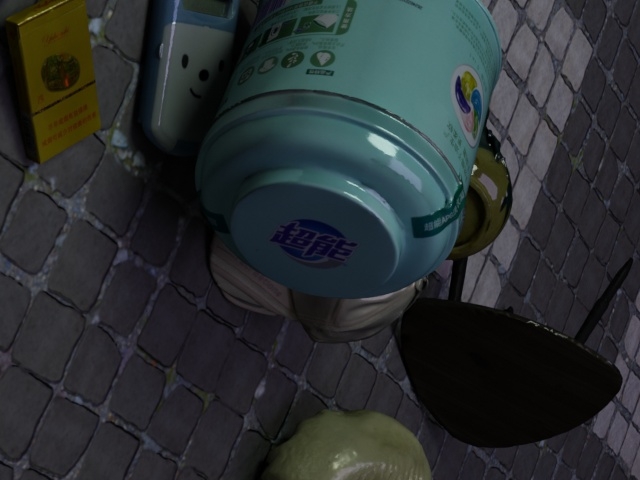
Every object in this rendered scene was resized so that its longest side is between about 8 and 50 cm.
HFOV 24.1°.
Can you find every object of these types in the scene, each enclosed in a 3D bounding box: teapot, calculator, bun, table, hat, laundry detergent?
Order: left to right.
[{"bbox_3d":[-0.141,-0.195,1.614,0.121,0.039,0.210,2,98,-57],"label":"calculator"},{"bbox_3d":[0.000,0.000,1.744,0.226,0.164,0.219,25,81,-39],"label":"hat"},{"bbox_3d":[0.024,0.329,1.916,0.259,0.160,0.259,-14,114,-35],"label":"bun"},{"bbox_3d":[0.028,-0.111,1.599,0.287,0.287,0.305,64,33,-42],"label":"laundry detergent"},{"bbox_3d":[0.164,-0.060,2.009,0.182,0.173,0.269,-78,-171,-63],"label":"teapot"},{"bbox_3d":[0.279,0.119,2.185,0.249,0.317,0.317,-66,147,-40],"label":"table"}]

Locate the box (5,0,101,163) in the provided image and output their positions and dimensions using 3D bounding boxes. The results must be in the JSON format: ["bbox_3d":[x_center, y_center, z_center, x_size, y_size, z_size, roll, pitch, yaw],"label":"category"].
[{"bbox_3d":[-0.256,-0.159,1.449,0.087,0.023,0.155,-33,137,-36],"label":"box"}]
